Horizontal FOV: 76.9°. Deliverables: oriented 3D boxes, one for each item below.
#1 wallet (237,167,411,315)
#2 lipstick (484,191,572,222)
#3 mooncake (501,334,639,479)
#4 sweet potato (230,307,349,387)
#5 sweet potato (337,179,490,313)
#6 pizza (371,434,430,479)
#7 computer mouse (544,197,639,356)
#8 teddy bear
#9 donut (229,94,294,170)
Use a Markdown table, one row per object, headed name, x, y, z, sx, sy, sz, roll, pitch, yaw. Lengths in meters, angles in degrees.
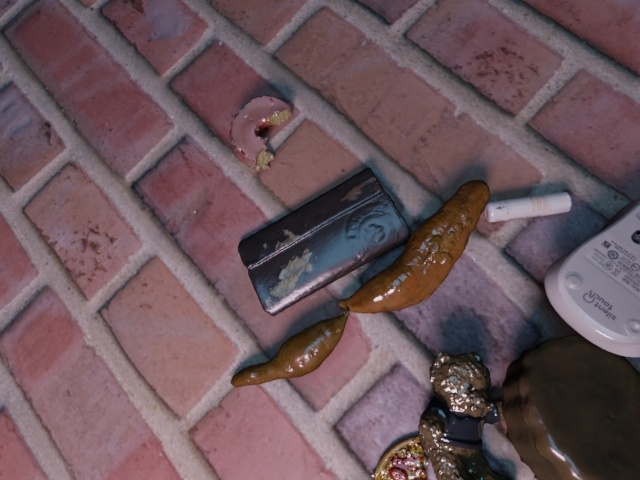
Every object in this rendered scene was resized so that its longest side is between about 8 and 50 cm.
| name | x | y | z | sx | sy | sz | roll | pitch | yaw |
| --- | --- | --- | --- | --- | --- | --- | --- | --- | --- |
| wallet | 0.000 | 0.000 | 0.789 | 0.321 | 0.044 | 0.171 | -29 | 76 | 3 |
| lipstick | 0.377 | -0.060 | 0.739 | 0.141 | 0.040 | 0.040 | -8 | 76 | 9 |
| mooncake | 0.379 | 0.259 | 0.591 | 0.228 | 0.124 | 0.228 | 5 | 55 | -7 |
| sweet potato | -0.051 | 0.216 | 0.733 | 0.269 | 0.075 | 0.075 | -32 | 73 | 10 |
| sweet potato | 0.191 | 0.031 | 0.723 | 0.354 | 0.095 | 0.106 | -43 | 56 | -1 |
| pizza | 0.148 | 0.377 | 0.681 | 0.100 | 0.029 | 0.099 | 19 | 80 | 13 |
| computer mouse | 0.495 | 0.052 | 0.644 | 0.297 | 0.121 | 0.184 | -42 | 65 | -9 |
| teddy bear | 0.219 | 0.306 | 0.642 | 0.129 | 0.181 | 0.252 | -13 | 73 | 44 |
| donut | -0.135 | -0.234 | 0.858 | 0.117 | 0.065 | 0.166 | 28 | 82 | 13 |
